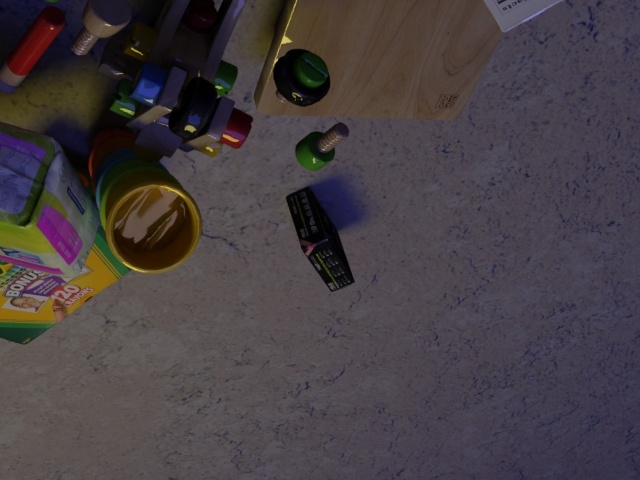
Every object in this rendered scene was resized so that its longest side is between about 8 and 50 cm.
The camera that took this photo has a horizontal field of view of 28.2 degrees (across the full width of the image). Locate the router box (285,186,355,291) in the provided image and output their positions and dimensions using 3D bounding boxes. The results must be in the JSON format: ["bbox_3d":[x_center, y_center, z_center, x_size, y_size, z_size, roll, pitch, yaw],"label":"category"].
[{"bbox_3d":[0.000,0.000,1.704,0.038,0.092,0.122,-23,144,7],"label":"router box"}]

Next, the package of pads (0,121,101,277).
[{"bbox_3d":[-0.387,-0.065,1.279,0.296,0.101,0.229,17,166,5],"label":"package of pads"}]

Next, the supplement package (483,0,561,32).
[{"bbox_3d":[0.188,-0.363,1.154,0.204,0.262,0.145,-28,142,15],"label":"supplement package"}]

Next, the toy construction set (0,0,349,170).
[{"bbox_3d":[-0.179,-0.167,1.268,0.309,0.257,0.237,0,158,-36],"label":"toy construction set"}]

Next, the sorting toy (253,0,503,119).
[{"bbox_3d":[0.071,-0.256,1.396,0.255,0.089,0.257,-1,141,-22],"label":"sorting toy"}]

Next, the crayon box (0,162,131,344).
[{"bbox_3d":[-0.350,0.018,1.562,0.278,0.081,0.165,-33,142,31],"label":"crayon box"}]

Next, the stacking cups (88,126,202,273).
[{"bbox_3d":[-0.205,-0.064,1.363,0.096,0.316,0.096,-6,111,-16],"label":"stacking cups"}]
